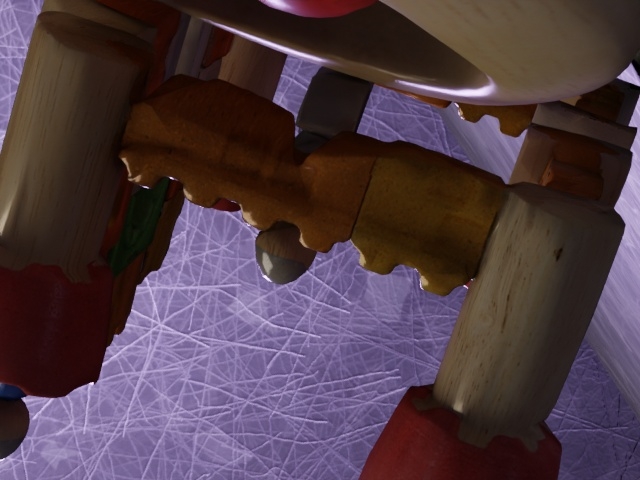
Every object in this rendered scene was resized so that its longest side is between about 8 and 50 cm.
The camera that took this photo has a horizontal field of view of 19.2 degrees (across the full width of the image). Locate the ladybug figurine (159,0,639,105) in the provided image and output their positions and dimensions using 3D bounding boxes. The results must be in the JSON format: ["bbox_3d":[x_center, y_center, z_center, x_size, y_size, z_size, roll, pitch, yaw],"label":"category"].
[{"bbox_3d":[-0.017,-0.174,0.703,0.305,0.162,0.449,19,179,22],"label":"ladybug figurine"}]

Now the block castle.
[{"bbox_3d":[0.000,0.000,0.991,0.303,0.213,0.453,20,-164,5],"label":"block castle"}]
